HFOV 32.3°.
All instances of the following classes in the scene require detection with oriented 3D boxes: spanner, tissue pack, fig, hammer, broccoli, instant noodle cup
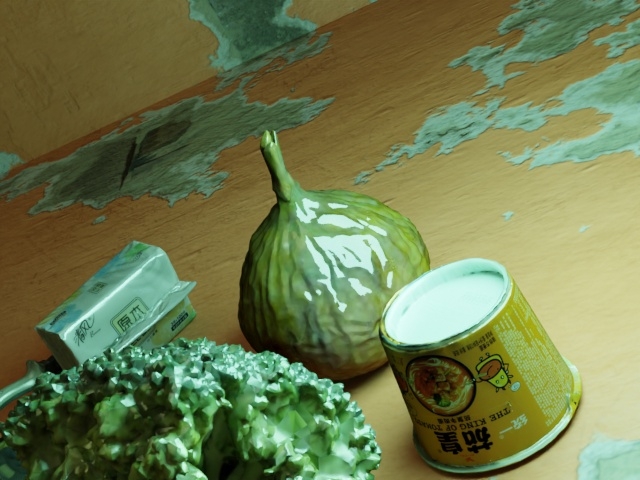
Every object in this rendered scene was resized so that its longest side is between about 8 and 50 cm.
[{"bbox_3d":[-0.472,0.251,1.802,0.040,0.095,0.325,3,40,47],"label":"spanner"},{"bbox_3d":[-0.313,0.135,1.795,0.145,0.159,0.229,13,47,44],"label":"tissue pack"},{"bbox_3d":[0.000,0.000,1.509,0.286,0.368,0.286,-13,29,7],"label":"fig"},{"bbox_3d":[-0.445,0.359,1.642,0.159,0.041,0.226,-37,27,-21],"label":"hammer"},{"bbox_3d":[-0.120,0.228,1.157,0.338,0.317,0.277,-27,-2,-35],"label":"broccoli"},{"bbox_3d":[0.174,0.136,1.288,0.216,0.172,0.215,-23,25,11],"label":"instant noodle cup"}]
